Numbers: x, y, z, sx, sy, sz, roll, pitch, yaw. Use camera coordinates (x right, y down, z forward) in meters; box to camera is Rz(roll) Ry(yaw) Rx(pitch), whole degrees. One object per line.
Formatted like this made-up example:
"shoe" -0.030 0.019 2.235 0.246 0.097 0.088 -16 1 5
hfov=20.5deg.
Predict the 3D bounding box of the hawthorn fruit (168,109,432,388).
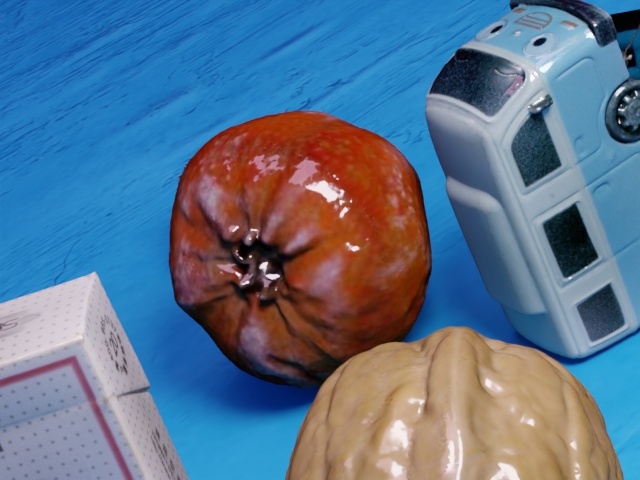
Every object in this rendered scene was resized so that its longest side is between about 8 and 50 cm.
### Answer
"hawthorn fruit" 0.000 0.000 1.551 0.242 0.242 0.271 -8 8 25

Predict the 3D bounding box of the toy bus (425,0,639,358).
"toy bus" 0.189 -0.047 1.426 0.164 0.271 0.133 -33 28 -15

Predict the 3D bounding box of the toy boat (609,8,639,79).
"toy boat" 0.370 -0.164 1.704 0.299 0.134 0.092 -6 72 40

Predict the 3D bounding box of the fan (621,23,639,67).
"fan" 0.266 -0.148 1.589 0.009 0.191 0.329 27 84 21

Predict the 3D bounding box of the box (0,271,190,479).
"box" -0.183 0.204 1.155 0.210 0.330 0.095 -18 26 7

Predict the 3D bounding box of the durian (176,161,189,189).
"durian" -0.064 -0.048 1.778 0.168 0.137 0.158 -17 4 39

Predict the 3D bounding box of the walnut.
"walnut" 0.085 0.173 1.133 0.225 0.225 0.261 -12 45 18
